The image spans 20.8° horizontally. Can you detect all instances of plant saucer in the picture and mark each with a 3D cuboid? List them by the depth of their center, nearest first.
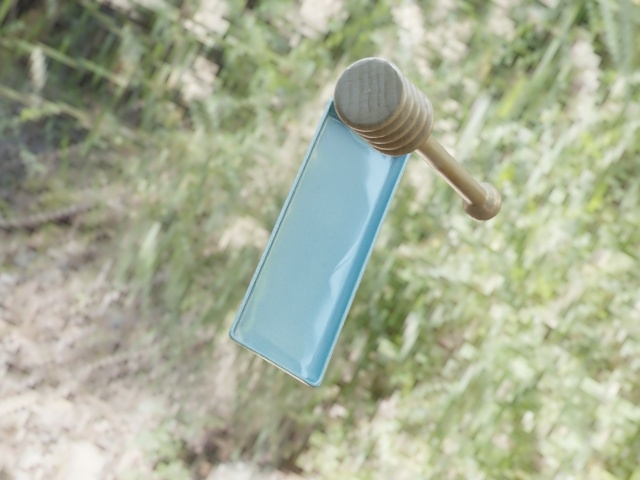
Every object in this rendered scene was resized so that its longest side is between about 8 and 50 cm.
[{"bbox_3d":[0.000,0.000,1.104,0.067,0.018,0.192,31,58,-15],"label":"plant saucer"}]

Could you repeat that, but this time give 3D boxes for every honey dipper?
[{"bbox_3d":[0.047,-0.037,0.731,0.030,0.030,0.161,36,1,25],"label":"honey dipper"}]
